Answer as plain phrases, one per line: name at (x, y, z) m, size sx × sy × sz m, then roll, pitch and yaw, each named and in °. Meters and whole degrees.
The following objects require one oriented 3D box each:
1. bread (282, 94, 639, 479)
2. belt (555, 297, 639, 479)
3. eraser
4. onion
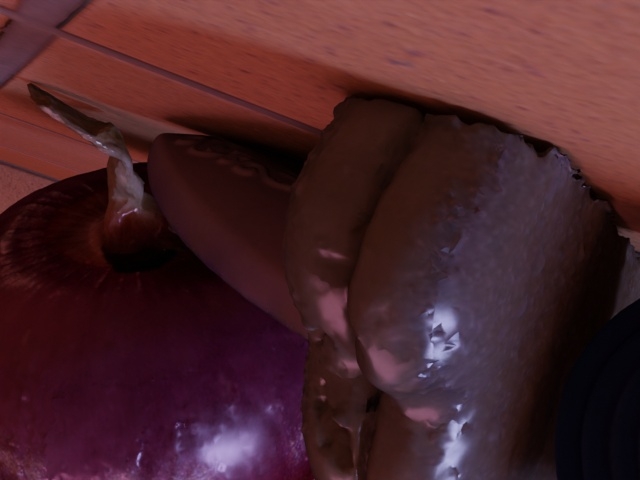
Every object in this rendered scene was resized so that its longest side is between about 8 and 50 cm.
bread at (0.074, 0.057, 0.565) m, size 0.102 × 0.183 × 0.337 m, roll 20°, pitch 176°, yaw 29°
belt at (0.268, 0.133, 0.466) m, size 0.347 × 0.212 × 0.117 m, roll 21°, pitch 177°, yaw 25°
eraser at (0.001, -0.001, 0.686) m, size 0.204 × 0.059 × 0.243 m, roll 20°, pitch -166°, yaw -15°
onion at (-0.128, 0.070, 0.939) m, size 0.358 × 0.358 × 0.345 m, roll 19°, pitch 135°, yaw -19°
